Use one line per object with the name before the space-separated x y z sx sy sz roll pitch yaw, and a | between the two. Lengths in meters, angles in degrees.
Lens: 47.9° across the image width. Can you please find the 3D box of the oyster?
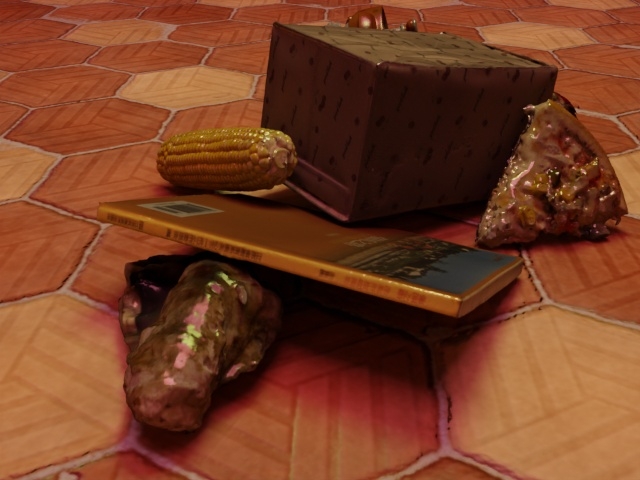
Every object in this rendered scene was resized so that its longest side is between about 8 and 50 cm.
oyster | -0.134 0.058 0.682 0.166 0.093 0.294 -23 30 -21

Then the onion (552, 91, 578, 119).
onion | 0.301 -0.160 1.032 0.131 0.131 0.131 0 29 0

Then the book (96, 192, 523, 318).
book | 0.000 0.000 0.744 0.374 0.028 0.263 14 11 24

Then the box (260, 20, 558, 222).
box | 0.101 -0.159 0.912 0.297 0.190 0.225 -10 30 -33

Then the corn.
corn | -0.122 -0.102 0.909 0.081 0.081 0.249 -24 19 -35

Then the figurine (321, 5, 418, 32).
figurine | 0.062 -0.383 1.437 0.272 0.143 0.143 -14 22 28

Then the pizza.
pizza | 0.261 -0.057 0.847 0.195 0.185 0.052 -38 2 -10
